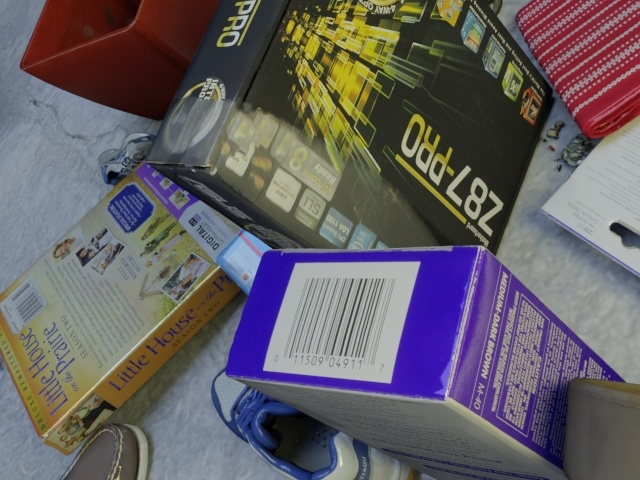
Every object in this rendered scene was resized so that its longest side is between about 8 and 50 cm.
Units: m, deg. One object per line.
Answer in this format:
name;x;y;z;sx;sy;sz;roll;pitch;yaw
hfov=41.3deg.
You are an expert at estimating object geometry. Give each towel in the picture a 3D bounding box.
towel;0.322;-0.232;0.893;0.199;0.031;0.275;-35;34;21

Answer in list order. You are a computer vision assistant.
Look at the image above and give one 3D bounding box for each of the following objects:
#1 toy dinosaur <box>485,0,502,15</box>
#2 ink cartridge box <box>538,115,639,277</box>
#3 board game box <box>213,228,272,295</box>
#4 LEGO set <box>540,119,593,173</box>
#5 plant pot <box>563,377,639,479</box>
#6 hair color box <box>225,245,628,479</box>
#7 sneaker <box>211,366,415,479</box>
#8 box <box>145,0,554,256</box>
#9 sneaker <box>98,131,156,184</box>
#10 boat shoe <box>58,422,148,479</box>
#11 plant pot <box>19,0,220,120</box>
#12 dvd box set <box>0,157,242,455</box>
toy dinosaur;0.146;-0.380;1.073;0.121;0.160;0.313;-22;51;29
ink cartridge box;0.343;-0.052;0.783;0.208;0.045;0.206;-48;43;3
board game box;0.000;0.000;1.000;0.160;0.039;0.211;44;97;19
LEGO set;0.262;-0.100;0.897;0.083;0.023;0.054;33;88;46
plant pot;0.289;0.243;0.488;0.323;0.323;0.280;6;84;42
hair color box;0.113;0.119;0.657;0.185;0.339;0.110;-1;62;40
sneaker;-0.036;0.183;0.896;0.296;0.131;0.112;17;77;46
box;0.059;-0.113;0.809;0.097;0.395;0.318;12;72;44
sneaker;-0.309;-0.129;1.387;0.135;0.052;0.058;-26;59;35
boat shoe;-0.324;0.370;1.043;0.116;0.097;0.324;17;76;46
plant pot;-0.260;-0.336;1.332;0.267;0.236;0.267;-7;59;37
dvd box set;-0.257;0.045;1.170;0.420;0.062;0.307;-45;44;-5
